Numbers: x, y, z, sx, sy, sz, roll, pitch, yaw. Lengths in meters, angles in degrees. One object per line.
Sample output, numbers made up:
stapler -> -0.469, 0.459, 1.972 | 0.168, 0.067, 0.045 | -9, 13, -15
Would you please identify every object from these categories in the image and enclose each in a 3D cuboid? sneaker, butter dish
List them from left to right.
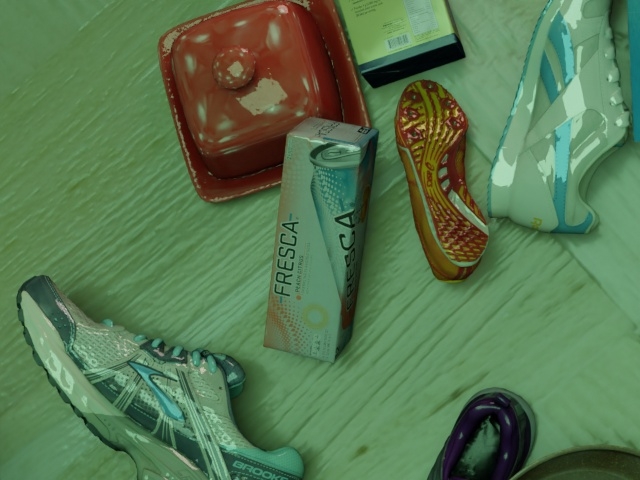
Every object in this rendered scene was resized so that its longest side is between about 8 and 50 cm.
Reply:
sneaker -> -0.128, 0.124, 1.301 | 0.122, 0.110, 0.283 | -42, 83, -8
butter dish -> -0.057, -0.128, 1.298 | 0.160, 0.118, 0.160 | -18, 80, 10
sneaker -> 0.088, -0.048, 1.287 | 0.064, 0.067, 0.175 | 0, 64, -14
sneaker -> 0.094, 0.215, 1.230 | 0.083, 0.098, 0.223 | 20, 87, 14
sneaker -> 0.202, -0.117, 1.262 | 0.092, 0.087, 0.228 | 16, 95, 12

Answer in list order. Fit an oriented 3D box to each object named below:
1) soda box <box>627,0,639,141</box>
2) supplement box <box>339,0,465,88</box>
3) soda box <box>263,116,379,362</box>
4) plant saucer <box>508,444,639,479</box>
soda box -> 0.269, -0.182, 1.206 | 0.071, 0.067, 0.210 | 2, 116, 20
supplement box -> 0.064, -0.180, 1.310 | 0.083, 0.056, 0.083 | -18, 79, 9
soda box -> 0.000, 0.000, 1.263 | 0.063, 0.058, 0.183 | 12, 112, 13
plant saucer -> 0.199, 0.246, 1.208 | 0.199, 0.036, 0.198 | -1, 97, -8
